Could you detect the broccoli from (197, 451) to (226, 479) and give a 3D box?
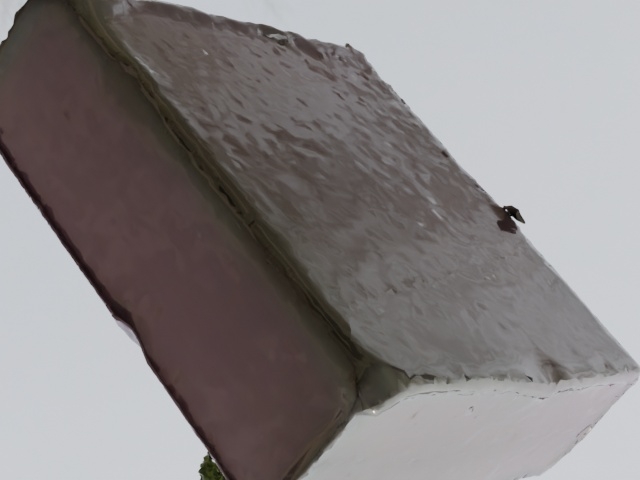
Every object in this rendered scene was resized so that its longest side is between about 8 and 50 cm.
[{"bbox_3d":[0.003,0.230,1.054,0.226,0.176,0.198,38,-88,2],"label":"broccoli"}]

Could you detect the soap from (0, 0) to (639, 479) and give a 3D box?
[{"bbox_3d":[0.000,0.000,0.750,0.107,0.285,0.296,-51,-121,22],"label":"soap"}]
